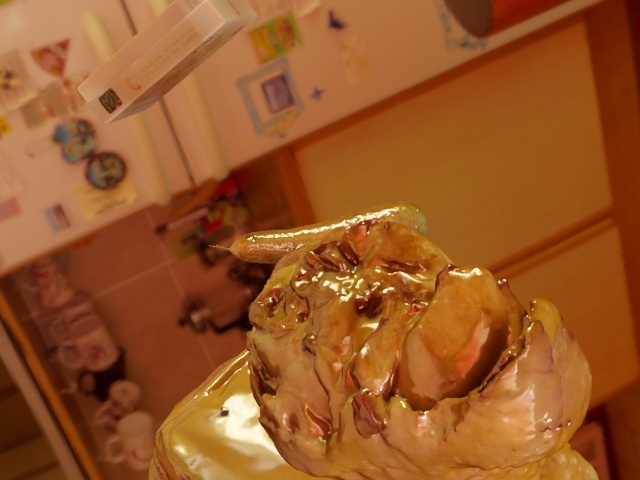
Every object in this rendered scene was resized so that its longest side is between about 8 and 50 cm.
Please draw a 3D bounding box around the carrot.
[{"bbox_3d":[0.000,0.000,1.373,0.078,0.298,0.078,173,90,-75],"label":"carrot"}]

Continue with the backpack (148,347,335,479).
[{"bbox_3d":[0.003,0.235,1.138,0.353,0.378,0.201,26,131,27],"label":"backpack"}]

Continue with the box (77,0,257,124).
[{"bbox_3d":[-0.183,-0.229,1.253,0.058,0.201,0.141,53,-159,-4],"label":"box"}]

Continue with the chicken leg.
[{"bbox_3d":[0.116,0.143,0.687,0.409,0.182,0.295,49,154,8],"label":"chicken leg"}]
